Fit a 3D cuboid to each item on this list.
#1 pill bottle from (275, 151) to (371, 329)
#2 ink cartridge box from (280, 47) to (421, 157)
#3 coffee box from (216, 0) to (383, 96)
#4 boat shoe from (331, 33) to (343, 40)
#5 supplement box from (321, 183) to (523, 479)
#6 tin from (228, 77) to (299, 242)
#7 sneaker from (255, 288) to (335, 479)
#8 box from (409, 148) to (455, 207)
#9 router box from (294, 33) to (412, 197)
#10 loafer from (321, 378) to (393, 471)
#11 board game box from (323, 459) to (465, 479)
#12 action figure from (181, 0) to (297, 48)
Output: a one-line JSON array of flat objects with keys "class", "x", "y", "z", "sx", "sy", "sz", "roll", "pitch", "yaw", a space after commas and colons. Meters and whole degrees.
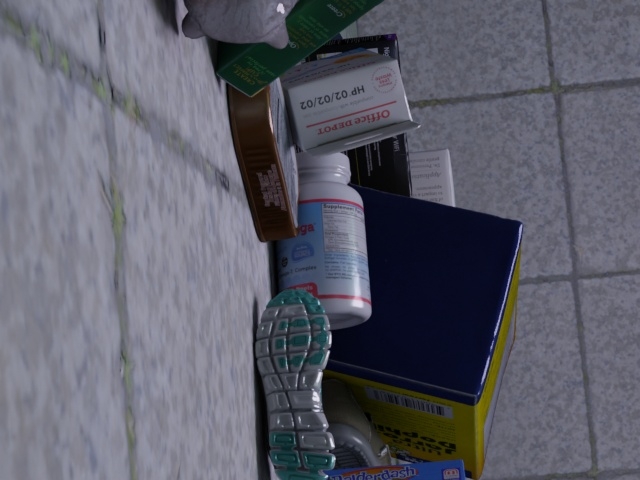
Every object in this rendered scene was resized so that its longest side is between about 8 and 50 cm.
[{"class": "pill bottle", "x": 0.000, "y": 0.000, "z": 1.098, "sx": 0.087, "sy": 0.087, "sz": 0.160, "roll": 67, "pitch": 18, "yaw": -72}, {"class": "ink cartridge box", "x": 0.017, "y": -0.131, "z": 1.068, "sx": 0.181, "sy": 0.104, "sz": 0.062, "roll": -129, "pitch": -157, "yaw": -72}, {"class": "coffee box", "x": -0.003, "y": -0.198, "z": 0.857, "sx": 0.040, "sy": 0.184, "sz": 0.113, "roll": 31, "pitch": 41, "yaw": -36}, {"class": "boat shoe", "x": 0.014, "y": -0.202, "z": 1.363, "sx": 0.258, "sy": 0.109, "sz": 0.089, "roll": 77, "pitch": 6, "yaw": -66}, {"class": "supplement box", "x": 0.106, "y": 0.116, "z": 1.289, "sx": 0.356, "sy": 0.195, "sz": 0.194, "roll": 73, "pitch": 32, "yaw": -64}, {"class": "tin", "x": -0.045, "y": -0.081, "z": 0.989, "sx": 0.190, "sy": 0.040, "sz": 0.106, "roll": 78, "pitch": 4, "yaw": -48}, {"class": "sneaker", "x": -0.025, "y": 0.123, "z": 0.945, "sx": 0.076, "sy": 0.064, "sz": 0.167, "roll": 115, "pitch": -23, "yaw": -67}, {"class": "box", "x": 0.077, "y": -0.037, "z": 1.441, "sx": 0.182, "sy": 0.180, "sz": 0.119, "roll": 39, "pitch": 47, "yaw": -83}, {"class": "router box", "x": 0.025, "y": -0.123, "z": 1.236, "sx": 0.046, "sy": 0.133, "sz": 0.179, "roll": -76, "pitch": 160, "yaw": -72}, {"class": "loafer", "x": 0.035, "y": 0.220, "z": 1.210, "sx": 0.251, "sy": 0.094, "sz": 0.087, "roll": 75, "pitch": 15, "yaw": -58}, {"class": "board game box", "x": 0.057, "y": 0.301, "z": 1.026, "sx": 0.047, "sy": 0.160, "sz": 0.210, "roll": -82, "pitch": 166, "yaw": -69}, {"class": "action figure", "x": -0.062, "y": -0.281, "z": 0.701, "sx": 0.341, "sy": 0.178, "sz": 0.330, "roll": 33, "pitch": -51, "yaw": 58}]
